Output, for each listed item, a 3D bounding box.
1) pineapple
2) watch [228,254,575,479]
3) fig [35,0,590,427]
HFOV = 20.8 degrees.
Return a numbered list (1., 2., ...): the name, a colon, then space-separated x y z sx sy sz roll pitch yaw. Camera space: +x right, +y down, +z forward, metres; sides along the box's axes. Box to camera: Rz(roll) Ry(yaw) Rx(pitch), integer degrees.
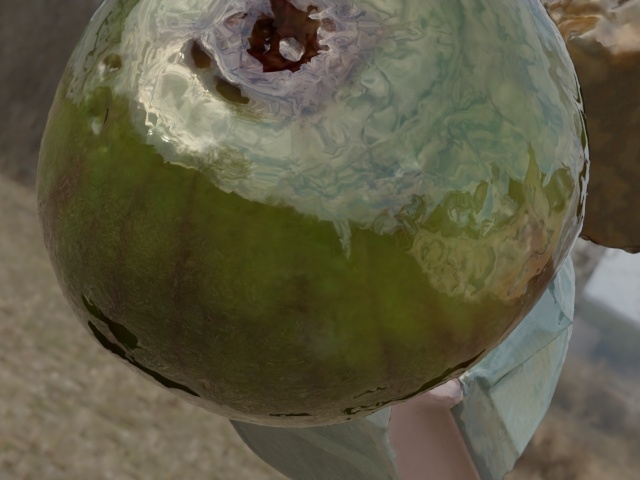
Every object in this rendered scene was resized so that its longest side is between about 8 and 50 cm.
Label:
1. pineapple: 0.138 -0.146 0.987 0.169 0.169 0.340 28 26 -30
2. watch: 0.051 0.030 1.072 0.253 0.241 0.161 22 -33 40
3. fig: 0.000 0.000 0.531 0.151 0.151 0.259 31 -17 12
